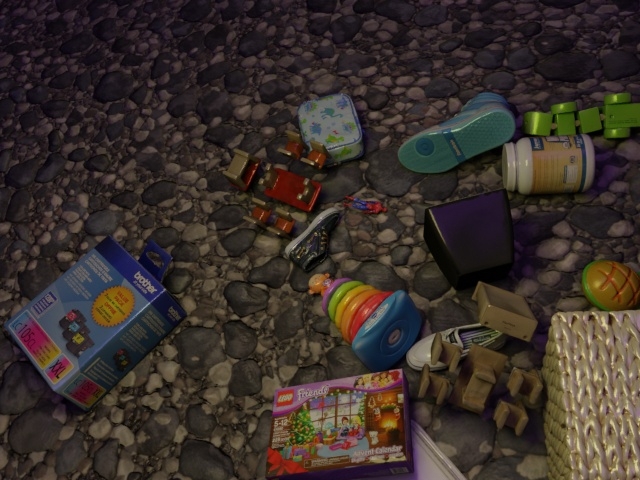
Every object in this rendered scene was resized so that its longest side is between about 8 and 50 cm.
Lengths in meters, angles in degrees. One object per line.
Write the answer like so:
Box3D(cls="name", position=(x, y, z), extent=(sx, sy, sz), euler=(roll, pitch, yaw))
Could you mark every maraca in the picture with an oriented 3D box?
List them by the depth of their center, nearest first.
Box3D(cls="maraca", position=(0.655, 0.105, 1.276), extent=(0.185, 0.099, 0.127), euler=(10, 66, -11))

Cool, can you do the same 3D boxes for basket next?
Box3D(cls="basket", position=(0.542, 0.323, 1.017), extent=(0.266, 0.331, 0.328), euler=(-1, 57, 14))

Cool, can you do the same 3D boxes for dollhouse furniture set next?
Box3D(cls="dollhouse furniture set", position=(0.338, 0.230, 1.197), extent=(0.212, 0.161, 0.242), euler=(20, 105, 6))
Box3D(cls="dollhouse furniture set", position=(-0.121, -0.157, 1.586), extent=(0.259, 0.135, 0.262), euler=(24, 85, 21))

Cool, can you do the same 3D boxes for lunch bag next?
Box3D(cls="lunch bag", position=(0.032, -0.317, 1.685), extent=(0.176, 0.090, 0.219), euler=(-16, 56, 3))

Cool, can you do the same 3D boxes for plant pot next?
Box3D(cls="plant pot", position=(0.353, 0.011, 1.360), extent=(0.187, 0.188, 0.167), euler=(-14, 69, 3))

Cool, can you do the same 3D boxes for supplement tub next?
Box3D(cls="supplement tub", position=(0.561, -0.187, 1.452), extent=(0.199, 0.144, 0.144), euler=(-2, 57, 11))

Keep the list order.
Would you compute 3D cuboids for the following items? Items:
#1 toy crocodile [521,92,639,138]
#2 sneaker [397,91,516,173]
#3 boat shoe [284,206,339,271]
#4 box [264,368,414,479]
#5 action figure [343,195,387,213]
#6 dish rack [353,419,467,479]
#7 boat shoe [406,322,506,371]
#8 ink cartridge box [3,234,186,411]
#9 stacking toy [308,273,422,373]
Box3D(cls="toy crocodile", position=(0.708, -0.316, 1.536), extent=(0.340, 0.105, 0.115), euler=(-7, 98, 7))
Box3D(cls="sneaker", position=(0.374, -0.297, 1.596), extent=(0.319, 0.127, 0.208), euler=(-15, 26, 26))
Box3D(cls="boat shoe", position=(0.000, 0.000, 1.507), extent=(0.183, 0.065, 0.083), euler=(-44, 60, -9))
Box3D(cls="box", position=(0.038, 0.383, 1.195), extent=(0.293, 0.057, 0.201), euler=(-14, 41, 16))
Box3D(cls="action figure", position=(0.121, -0.092, 1.558), extent=(0.115, 0.030, 0.038), euler=(13, 66, 14))
Box3D(cls="dish rack", position=(0.128, 0.529, 1.130), extent=(0.333, 0.072, 0.285), euler=(-37, 58, -11))
Box3D(cls="boat shoe", position=(0.296, 0.222, 1.286), extent=(0.226, 0.076, 0.083), euler=(-19, 55, 0))
Box3D(cls="ink cartridge box", position=(-0.531, 0.174, 1.459), extent=(0.270, 0.151, 0.395), euler=(35, 69, 29))
Box3D(cls="stacking toy", position=(0.070, 0.149, 1.359), extent=(0.175, 0.166, 0.302), euler=(-46, 45, -10))
